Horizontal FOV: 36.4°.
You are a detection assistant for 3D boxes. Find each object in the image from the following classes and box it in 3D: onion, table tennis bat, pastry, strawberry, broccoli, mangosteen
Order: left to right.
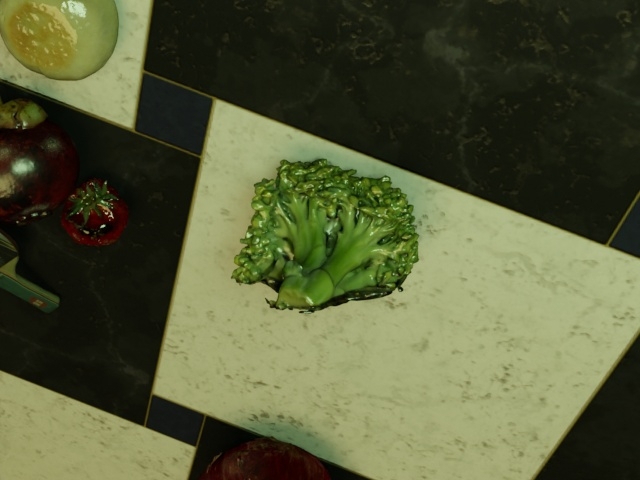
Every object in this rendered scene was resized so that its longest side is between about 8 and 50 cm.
[{"bbox_3d":[-0.541,0.038,1.543,0.173,0.022,0.301,-29,134,22],"label":"table tennis bat"},{"bbox_3d":[-0.433,-0.119,1.360,0.199,0.200,0.200,10,131,12],"label":"mangosteen"},{"bbox_3d":[-0.332,-0.279,1.232,0.156,0.092,0.156,5,127,6],"label":"pastry"},{"bbox_3d":[-0.331,-0.036,1.435,0.106,0.106,0.106,10,131,12],"label":"strawberry"},{"bbox_3d":[-0.101,0.472,1.678,0.276,0.276,0.276,10,131,12],"label":"onion"},{"bbox_3d":[0.003,-0.015,1.251,0.242,0.273,0.180,3,96,16],"label":"broccoli"}]
